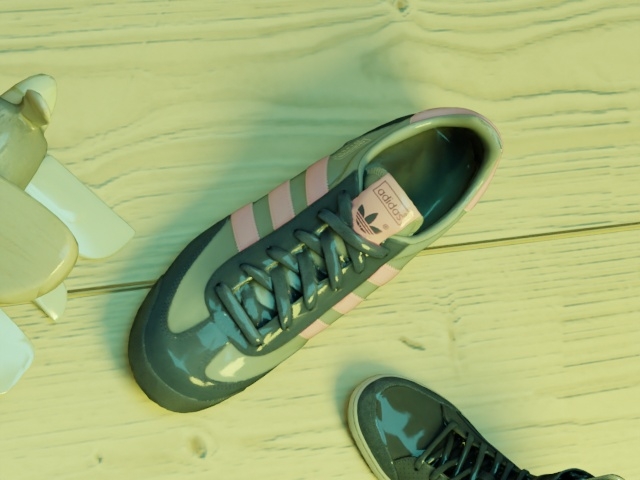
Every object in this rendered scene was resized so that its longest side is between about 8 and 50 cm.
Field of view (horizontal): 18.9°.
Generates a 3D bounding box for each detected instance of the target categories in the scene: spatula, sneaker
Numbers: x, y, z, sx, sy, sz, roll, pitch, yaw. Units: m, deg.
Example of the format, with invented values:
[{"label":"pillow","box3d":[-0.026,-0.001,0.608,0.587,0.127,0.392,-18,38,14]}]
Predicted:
[{"label":"spatula","box3d":[-0.263,-0.026,1.315,0.242,0.019,0.168,42,65,-10]},{"label":"sneaker","box3d":[0.000,0.000,1.362,0.319,0.131,0.112,-41,96,-26]},{"label":"sneaker","box3d":[0.131,0.170,1.362,0.226,0.163,0.086,45,66,-6]}]

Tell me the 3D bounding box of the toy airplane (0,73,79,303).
[{"label":"toy airplane","box3d":[-0.355,-0.115,1.183,0.384,0.272,0.386,-15,89,13]}]
